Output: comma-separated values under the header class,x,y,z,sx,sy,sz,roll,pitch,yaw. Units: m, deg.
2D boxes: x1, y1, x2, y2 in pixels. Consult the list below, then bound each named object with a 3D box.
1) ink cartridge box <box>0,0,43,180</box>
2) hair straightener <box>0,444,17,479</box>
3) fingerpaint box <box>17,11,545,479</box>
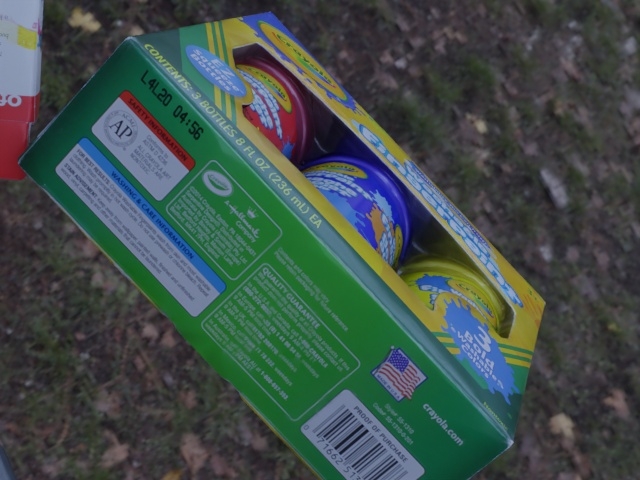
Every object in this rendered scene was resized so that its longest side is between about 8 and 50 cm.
class,x,y,z,sx,sy,sz,roll,pitch,yaw
ink cartridge box,-0.302,-0.173,0.916,0.134,0.231,0.078,4,12,-12
hair straightener,-0.112,0.044,0.327,0.047,0.089,0.230,-9,73,-37
fingerpaint box,0.000,0.000,1.042,0.445,0.163,0.371,47,21,0
